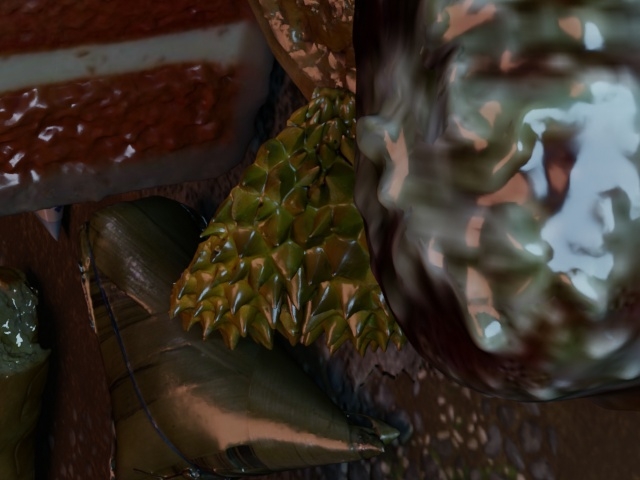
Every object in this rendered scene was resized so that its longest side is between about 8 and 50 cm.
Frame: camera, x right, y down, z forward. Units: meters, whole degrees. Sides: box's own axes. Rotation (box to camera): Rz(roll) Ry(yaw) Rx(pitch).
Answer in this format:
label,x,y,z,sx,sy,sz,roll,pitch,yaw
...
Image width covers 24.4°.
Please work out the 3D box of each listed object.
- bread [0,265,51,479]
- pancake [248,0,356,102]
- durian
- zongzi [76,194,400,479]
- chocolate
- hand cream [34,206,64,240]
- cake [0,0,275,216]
label,x,y,z,sx,sy,sz,roll,pitch,yaw
bread,-0.408,0.197,1.659,0.149,0.195,0.344,53,142,46
pancake,0.034,-0.181,0.949,0.282,0.049,0.282,26,128,40
durian,-0.001,0.013,1.011,0.187,0.153,0.260,26,154,11
zongzi,-0.073,0.064,1.164,0.289,0.123,0.260,-24,75,47
chocolate,0.119,-0.073,0.677,0.225,0.210,0.340,-15,77,58
hand cream,-0.278,-0.083,1.511,0.065,0.043,0.170,47,138,37
cake,-0.200,-0.182,1.118,0.230,0.309,0.237,56,145,42
